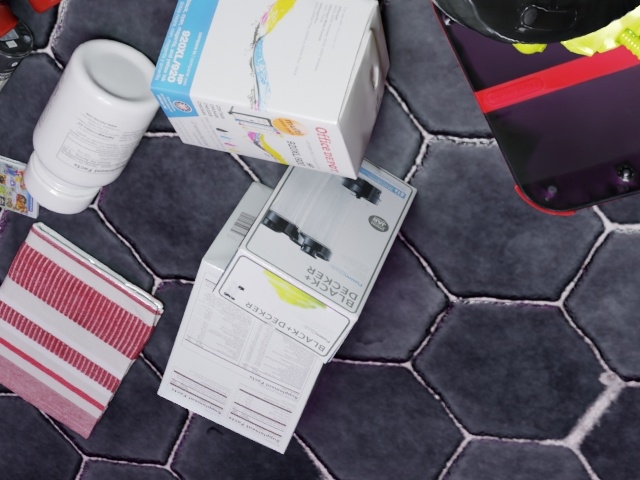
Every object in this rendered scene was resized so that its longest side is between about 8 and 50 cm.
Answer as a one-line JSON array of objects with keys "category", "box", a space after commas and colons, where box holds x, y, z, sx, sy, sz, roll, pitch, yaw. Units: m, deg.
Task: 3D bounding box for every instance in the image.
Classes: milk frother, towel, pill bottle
[{"category": "milk frother", "box": [-0.479, -0.265, 1.945, 0.135, 0.129, 0.143, -43, 58, 37]}, {"category": "towel", "box": [-0.396, 0.141, 2.231, 0.237, 0.037, 0.329, 33, 128, -1]}, {"category": "pill bottle", "box": [-0.308, -0.145, 1.927, 0.131, 0.131, 0.229, 34, 129, -4]}]

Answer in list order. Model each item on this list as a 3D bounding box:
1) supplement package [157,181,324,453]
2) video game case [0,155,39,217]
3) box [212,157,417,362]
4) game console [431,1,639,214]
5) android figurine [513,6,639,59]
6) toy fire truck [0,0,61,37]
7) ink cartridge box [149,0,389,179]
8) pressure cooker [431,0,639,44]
[{"category": "supplement package", "box": [-0.070, 0.105, 1.967, 0.198, 0.199, 0.263, 25, 129, 4]}, {"category": "video game case", "box": [-0.466, -0.086, 2.109, 0.122, 0.011, 0.087, 18, 128, 9]}, {"category": "box", "box": [0.000, 0.000, 1.807, 0.169, 0.290, 0.087, 32, 129, -2]}, {"category": "game console", "box": [0.355, -0.213, 1.674, 0.386, 0.060, 0.342, -16, 111, 29]}, {"category": "android figurine", "box": [0.278, -0.314, 1.579, 0.273, 0.056, 0.248, 45, 121, 7]}, {"category": "toy fire truck", "box": [-0.401, -0.326, 1.725, 0.302, 0.254, 0.169, -32, 106, 4]}, {"category": "ink cartridge box", "box": [-0.053, -0.198, 1.725, 0.232, 0.168, 0.171, 12, 163, 13]}, {"category": "pressure cooker", "box": [0.151, -0.432, 1.358, 0.420, 0.369, 0.376, 48, 141, 39]}]
